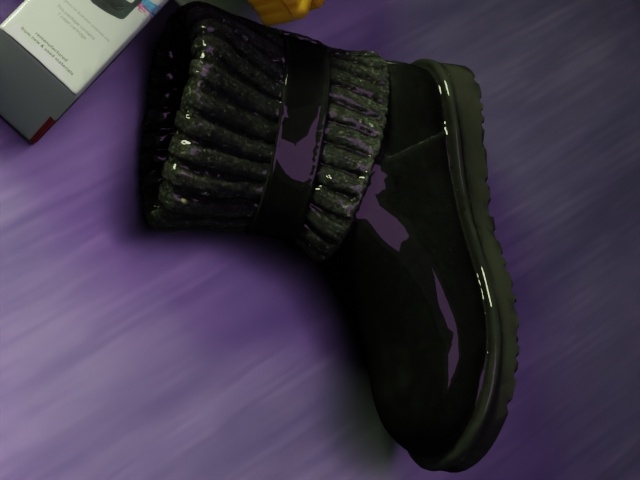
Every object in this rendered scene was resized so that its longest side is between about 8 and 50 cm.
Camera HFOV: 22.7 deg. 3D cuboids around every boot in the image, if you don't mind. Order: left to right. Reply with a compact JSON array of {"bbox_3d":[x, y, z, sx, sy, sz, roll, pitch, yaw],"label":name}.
[{"bbox_3d":[-0.002,0.000,1.194,0.260,0.131,0.348,6,66,-31],"label":"boot"}]

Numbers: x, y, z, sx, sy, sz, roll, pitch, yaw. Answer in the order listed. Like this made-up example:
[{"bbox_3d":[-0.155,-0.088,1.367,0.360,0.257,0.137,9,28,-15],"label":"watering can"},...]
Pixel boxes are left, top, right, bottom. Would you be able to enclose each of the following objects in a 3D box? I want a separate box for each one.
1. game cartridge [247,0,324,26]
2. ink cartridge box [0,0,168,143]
[{"bbox_3d":[-0.063,-0.353,1.139,0.323,0.053,0.285,50,42,-40],"label":"game cartridge"},{"bbox_3d":[-0.165,-0.168,1.157,0.072,0.127,0.175,42,64,-9],"label":"ink cartridge box"}]
